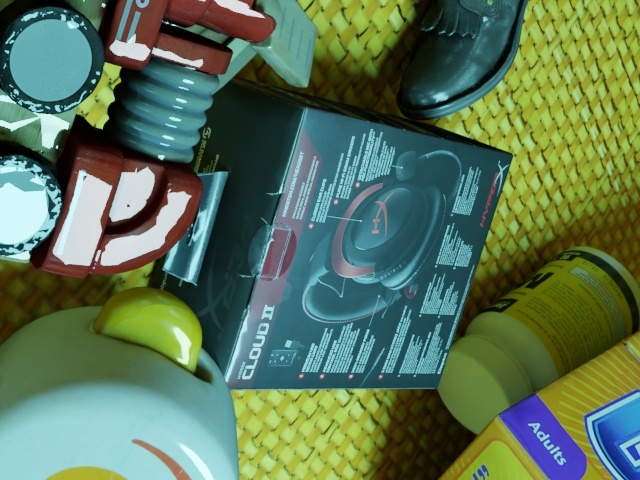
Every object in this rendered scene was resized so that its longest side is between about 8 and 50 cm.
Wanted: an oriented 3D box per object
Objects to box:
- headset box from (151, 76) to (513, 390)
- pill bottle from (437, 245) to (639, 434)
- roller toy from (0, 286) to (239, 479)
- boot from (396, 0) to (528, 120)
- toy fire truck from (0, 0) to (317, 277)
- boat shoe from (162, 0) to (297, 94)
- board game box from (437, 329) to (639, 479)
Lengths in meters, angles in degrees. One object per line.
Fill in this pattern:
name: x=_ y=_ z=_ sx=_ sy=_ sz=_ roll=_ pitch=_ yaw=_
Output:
headset box: x=0.000 y=0.000 z=1.035 sx=0.293 sy=0.110 sz=0.218 roll=6 pitch=105 yaw=-48
pill bottle: x=0.219 y=0.102 z=1.311 sx=0.208 sy=0.119 sz=0.119 roll=-33 pitch=130 yaw=-33
roller toy: x=-0.151 y=0.146 z=0.884 sx=0.191 sy=0.146 sz=0.209 roll=-16 pitch=114 yaw=3
boot: x=0.096 y=-0.255 z=1.044 sx=0.263 sy=0.091 sz=0.229 roll=-57 pitch=134 yaw=-15
toy fire truck: x=-0.092 y=-0.091 z=0.772 sx=0.246 sy=0.158 sz=0.217 roll=12 pitch=103 yaw=-30
boat shoe: x=-0.032 y=-0.232 z=0.886 sx=0.307 sy=0.111 sz=0.104 roll=-53 pitch=139 yaw=-13
board game box: x=0.308 y=0.323 z=1.235 sx=0.356 sy=0.356 sz=0.356 roll=-23 pitch=156 yaw=-38
